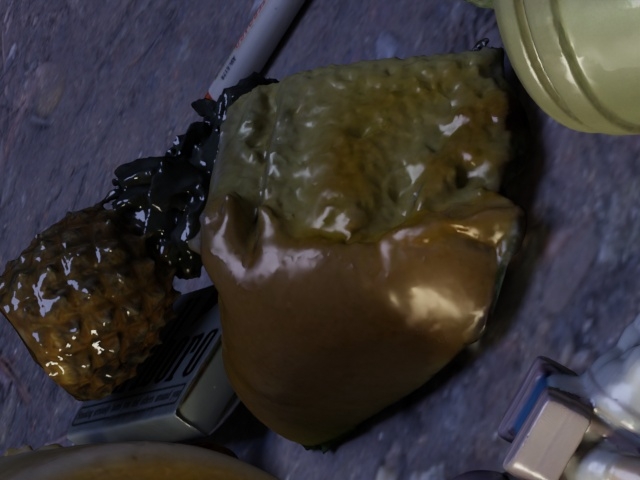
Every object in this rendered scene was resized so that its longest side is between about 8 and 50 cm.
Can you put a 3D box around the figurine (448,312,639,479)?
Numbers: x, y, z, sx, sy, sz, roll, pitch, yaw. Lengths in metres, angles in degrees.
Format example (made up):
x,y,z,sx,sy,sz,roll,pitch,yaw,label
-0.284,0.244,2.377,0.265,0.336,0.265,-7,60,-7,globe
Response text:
x,y,z,sx,sy,sz,roll,pitch,yaw,label
0.087,0.126,0.789,0.229,0.112,0.137,-58,13,13,figurine

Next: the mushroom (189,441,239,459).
x,y,z,sx,sy,sz,roll,pitch,yaw,label
-0.072,0.180,1.130,0.123,0.052,0.123,-170,90,-71,mushroom

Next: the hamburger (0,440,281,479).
x,y,z,sx,sy,sz,roll,pitch,yaw,label
-0.093,0.231,0.859,0.170,0.302,0.302,141,141,-58,hamburger

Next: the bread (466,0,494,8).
x,y,z,sx,sy,sz,roll,pitch,yaw,label
0.125,-0.222,0.911,0.261,0.158,0.156,-55,26,23,bread

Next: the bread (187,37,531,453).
x,y,z,sx,sy,sz,roll,pitch,yaw,label
-0.003,-0.005,1.031,0.251,0.133,0.174,-41,36,47,bread

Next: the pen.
x,y,z,sx,sy,sz,roll,pitch,yaw,label
-0.018,-0.175,1.306,0.239,0.028,0.028,-56,29,29,pen

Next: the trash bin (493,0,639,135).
x,y,z,sx,sy,sz,roll,pitch,yaw,label
0.202,-0.162,0.677,0.247,0.121,0.243,-3,68,38,trash bin

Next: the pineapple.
x,y,z,sx,sy,sz,roll,pitch,yaw,label
-0.099,-0.011,1.208,0.237,0.111,0.119,-44,54,-8,pineapple

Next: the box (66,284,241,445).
x,y,z,sx,sy,sz,roll,pitch,yaw,label
-0.091,0.081,1.224,0.115,0.036,0.177,-57,19,-25,box
